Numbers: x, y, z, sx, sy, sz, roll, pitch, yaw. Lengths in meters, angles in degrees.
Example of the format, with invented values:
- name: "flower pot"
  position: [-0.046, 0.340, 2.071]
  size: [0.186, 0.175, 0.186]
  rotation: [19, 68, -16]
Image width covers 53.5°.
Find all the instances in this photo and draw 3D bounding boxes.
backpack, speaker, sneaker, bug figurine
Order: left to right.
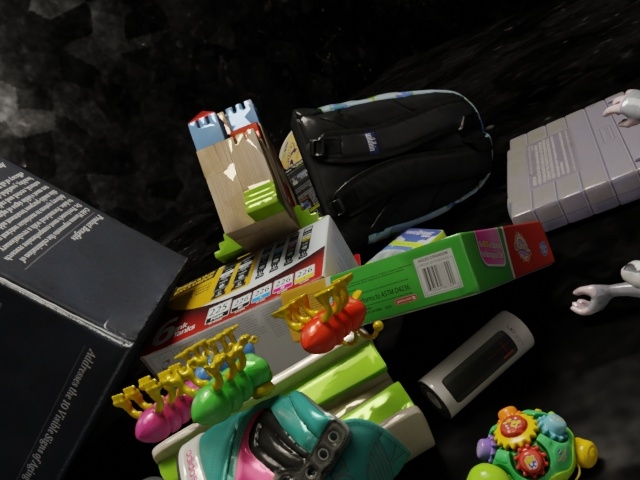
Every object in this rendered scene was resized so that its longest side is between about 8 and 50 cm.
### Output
- name: "bug figurine"
  position: [-0.080, 0.127, 0.640]
  size: [0.279, 0.072, 0.216]
  rotation: [-27, 1, 44]
- name: "sneaker"
  position: [0.008, 0.235, 0.512]
  size: [0.178, 0.124, 0.295]
  rotation: [-37, 47, 0]
- name: "backpack"
  position: [0.153, -0.157, 1.234]
  size: [0.356, 0.290, 0.273]
  rotation: [-21, -2, -1]
- name: "speaker"
  position: [0.181, 0.142, 0.732]
  size: [0.136, 0.055, 0.055]
  rotation: [-36, 18, -14]

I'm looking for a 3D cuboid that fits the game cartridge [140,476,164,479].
- name: "game cartridge"
  position: [-0.318, 0.428, 0.799]
  size: [0.297, 0.062, 0.198]
  rotation: [-32, 21, -2]

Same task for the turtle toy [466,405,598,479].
- name: "turtle toy"
  position: [0.177, 0.197, 0.565]
  size: [0.130, 0.066, 0.095]
  rotation: [-42, 20, -31]

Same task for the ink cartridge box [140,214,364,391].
- name: "ink cartridge box"
  position: [-0.094, 0.098, 1.023]
  size: [0.310, 0.130, 0.272]
  rotation: [-25, 22, 14]

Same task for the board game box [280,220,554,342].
- name: "board game box"
  position: [0.138, 0.047, 0.817]
  size: [0.242, 0.064, 0.317]
  rotation: [-20, -7, 32]

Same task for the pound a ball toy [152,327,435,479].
- name: "pound a ball toy"
  position: [-0.029, 0.270, 0.664]
  size: [0.319, 0.135, 0.208]
  rotation: [-30, 47, -5]

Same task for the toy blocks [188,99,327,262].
- name: "toy blocks"
  position: [-0.120, -0.113, 1.101]
  size: [0.191, 0.260, 0.381]
  rotation: [-22, -14, 4]

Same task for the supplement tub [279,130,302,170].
- name: "supplement tub"
  position: [0.033, -0.194, 1.590]
  size: [0.241, 0.241, 0.331]
  rotation: [-35, 17, -10]

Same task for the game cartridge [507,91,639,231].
- name: "game cartridge"
  position: [0.427, -0.131, 1.061]
  size: [0.230, 0.068, 0.355]
  rotation: [-27, 18, 28]

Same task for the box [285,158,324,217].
- name: "box"
  position: [0.050, -0.102, 1.351]
  size: [0.270, 0.216, 0.060]
  rotation: [-38, 18, -17]

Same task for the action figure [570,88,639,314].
- name: "action figure"
  position: [0.425, -0.027, 0.651]
  size: [0.276, 0.248, 0.370]
  rotation: [16, 43, 31]

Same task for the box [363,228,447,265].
- name: "box"
  position: [0.145, 0.035, 1.106]
  size: [0.178, 0.042, 0.109]
  rotation: [-39, 19, -19]

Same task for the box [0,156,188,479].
- name: "box"
  position: [-0.536, 0.150, 0.951]
  size: [0.479, 0.472, 0.297]
  rotation: [-57, 7, 20]
